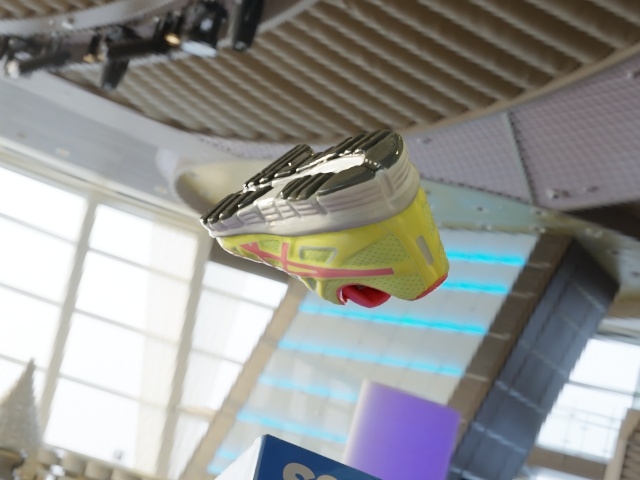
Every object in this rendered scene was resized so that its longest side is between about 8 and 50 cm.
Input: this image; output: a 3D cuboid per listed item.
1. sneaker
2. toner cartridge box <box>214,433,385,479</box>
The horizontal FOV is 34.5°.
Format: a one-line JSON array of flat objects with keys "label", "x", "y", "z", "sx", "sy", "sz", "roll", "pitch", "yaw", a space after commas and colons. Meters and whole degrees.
[{"label": "sneaker", "x": 0.000, "y": 0.000, "z": 0.589, "sx": 0.094, "sy": 0.081, "sz": 0.208, "roll": 55, "pitch": -19, "yaw": -16}, {"label": "toner cartridge box", "x": -0.037, "y": 0.237, "z": 0.613, "sx": 0.165, "sy": 0.075, "sz": 0.348, "roll": 23, "pitch": -40, "yaw": -14}]
